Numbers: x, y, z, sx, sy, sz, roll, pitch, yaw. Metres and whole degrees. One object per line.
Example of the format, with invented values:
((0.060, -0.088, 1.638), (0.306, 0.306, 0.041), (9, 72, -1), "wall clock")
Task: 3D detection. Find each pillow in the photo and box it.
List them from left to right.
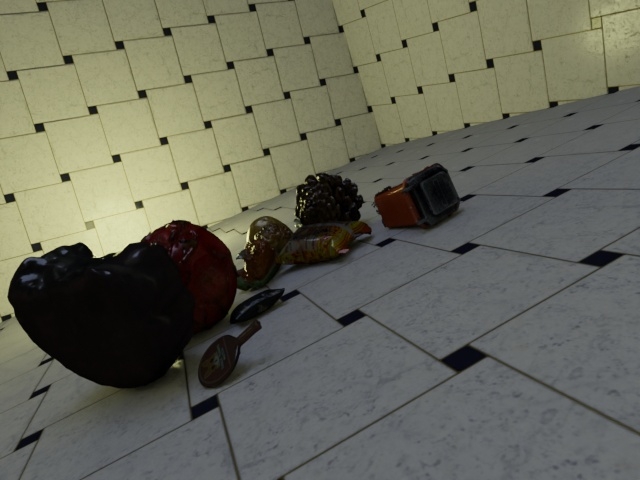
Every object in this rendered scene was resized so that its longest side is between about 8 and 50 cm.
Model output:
((-0.166, 0.166, 1.276), (0.150, 0.048, 0.090), (-30, 17, -23), "pillow")

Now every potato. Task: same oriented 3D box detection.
((-0.195, -0.015, 1.858), (0.204, 0.158, 0.178), (-11, 17, 26), "potato")

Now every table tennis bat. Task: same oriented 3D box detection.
((-0.153, 0.247, 1.015), (0.170, 0.119, 0.107), (-43, 38, 7), "table tennis bat")

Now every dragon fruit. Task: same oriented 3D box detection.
((-0.369, 0.104, 1.329), (0.296, 0.301, 0.295), (-22, 19, 8), "dragon fruit")

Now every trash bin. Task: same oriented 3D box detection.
((0.272, -0.115, 1.495), (0.184, 0.161, 0.239), (-29, 7, -29), "trash bin")

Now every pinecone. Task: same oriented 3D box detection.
((0.032, -0.119, 1.754), (0.244, 0.243, 0.257), (-17, -17, 23), "pinecone")

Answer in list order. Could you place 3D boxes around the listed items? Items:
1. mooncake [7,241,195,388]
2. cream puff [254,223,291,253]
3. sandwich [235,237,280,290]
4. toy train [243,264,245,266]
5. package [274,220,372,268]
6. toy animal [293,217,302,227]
((-0.463, 0.158, 1.101), (0.381, 0.350, 0.212), (7, 29, 19), "mooncake")
((-0.166, -0.005, 1.694), (0.126, 0.103, 0.144), (-26, 9, -33), "cream puff")
((-0.202, 0.058, 1.546), (0.109, 0.159, 0.184), (2, 29, 17), "sandwich")
((-0.195, 0.080, 1.706), (0.148, 0.038, 0.071), (-23, 13, -6), "toy train")
((-0.002, 0.003, 1.549), (0.288, 0.108, 0.223), (-13, 19, 31), "package")
((-0.072, -0.080, 2.087), (0.085, 0.071, 0.124), (-22, 13, -4), "toy animal")
